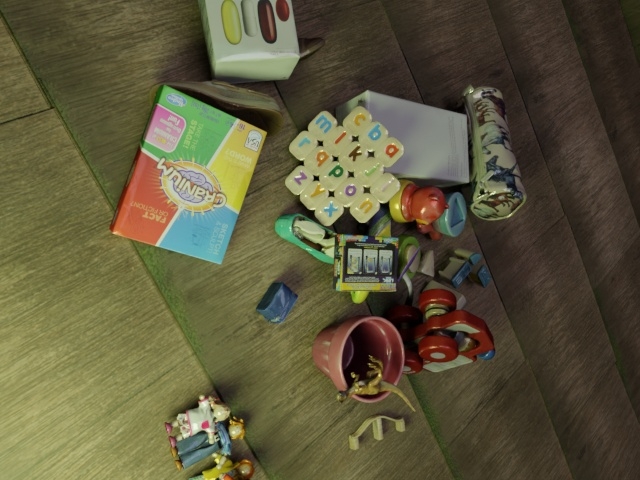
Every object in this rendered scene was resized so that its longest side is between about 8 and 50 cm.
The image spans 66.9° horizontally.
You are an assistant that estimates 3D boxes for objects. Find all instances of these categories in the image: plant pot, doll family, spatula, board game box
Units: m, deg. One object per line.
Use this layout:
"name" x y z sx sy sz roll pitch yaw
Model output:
"plant pot" 0.078 0.284 1.213 0.201 0.180 0.202 3 85 -33
"doll family" -0.231 0.469 1.057 0.163 0.118 0.263 -15 76 -26
"spatula" 0.239 0.129 1.320 0.084 0.030 0.297 -48 148 -29
"board game box" -0.280 -0.133 1.046 0.242 0.064 0.317 19 90 -30
"board game box" 0.116 0.058 1.230 0.170 0.048 0.141 4 88 -28

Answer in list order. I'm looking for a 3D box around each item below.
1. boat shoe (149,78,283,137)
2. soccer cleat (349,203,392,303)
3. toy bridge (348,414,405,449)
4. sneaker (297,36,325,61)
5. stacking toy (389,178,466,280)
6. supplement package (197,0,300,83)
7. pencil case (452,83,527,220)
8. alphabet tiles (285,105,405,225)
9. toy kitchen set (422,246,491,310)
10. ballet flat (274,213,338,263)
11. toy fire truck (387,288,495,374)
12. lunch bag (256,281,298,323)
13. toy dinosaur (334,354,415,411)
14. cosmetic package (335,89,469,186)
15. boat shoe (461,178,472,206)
"boat shoe" -0.236 -0.316 1.120 0.302 0.109 0.098 4 47 -21
"soccer cleat" 0.153 0.036 1.325 0.121 0.093 0.289 18 73 -12
"toy bridge" 0.158 0.516 1.335 0.188 0.026 0.063 -6 88 -33
"sneaker" -0.066 -0.502 1.256 0.188 0.066 0.071 -39 105 -29
"stacking toy" 0.320 -0.018 1.363 0.308 0.130 0.280 4 93 -50
"supplement package" -0.167 -0.488 1.114 0.194 0.149 0.203 -10 91 -15
"pencil case" 0.516 -0.278 1.499 0.183 0.159 0.411 28 52 -51
"alphabet tiles" 0.059 -0.185 1.219 0.278 0.021 0.284 -45 80 8
"toy kitchen set" 0.446 0.149 1.490 0.207 0.122 0.166 -48 130 -12
"ballet flat" 0.000 0.000 1.242 0.247 0.087 0.083 25 73 -29
"toy fire truck" 0.332 0.275 1.317 0.253 0.302 0.170 26 51 -25
"lunch bag" -0.104 0.156 1.174 0.065 0.067 0.098 41 67 -22
"toy dinosaur" 0.125 0.328 1.107 0.211 0.064 0.112 6 101 -23
"cosmetic package" 0.238 -0.270 1.381 0.384 0.156 0.218 4 84 -31
"boat shoe" 0.561 -0.216 1.616 0.258 0.095 0.084 -44 113 -29
